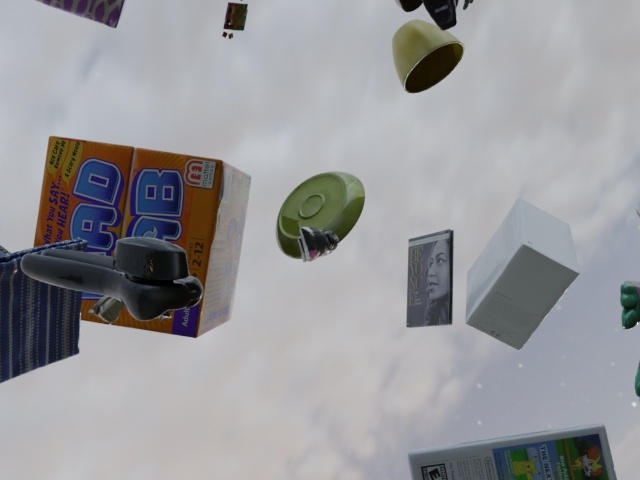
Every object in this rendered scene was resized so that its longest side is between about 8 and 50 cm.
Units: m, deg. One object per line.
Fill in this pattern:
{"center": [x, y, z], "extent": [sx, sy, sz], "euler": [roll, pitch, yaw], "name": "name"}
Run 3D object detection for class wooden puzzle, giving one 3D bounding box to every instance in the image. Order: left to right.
{"center": [-0.155, -0.409, 1.402], "extent": [0.049, 0.006, 0.083], "euler": [-14, -54, -49], "name": "wooden puzzle"}

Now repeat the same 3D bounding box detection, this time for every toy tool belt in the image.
{"center": [-0.387, 0.112, 1.415], "extent": [0.083, 0.051, 0.052], "euler": [-49, -43, -36], "name": "toy tool belt"}

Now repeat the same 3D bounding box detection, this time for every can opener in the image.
{"center": [-0.185, 0.029, 0.678], "extent": [0.059, 0.186, 0.073], "euler": [-1, -84, -61], "name": "can opener"}

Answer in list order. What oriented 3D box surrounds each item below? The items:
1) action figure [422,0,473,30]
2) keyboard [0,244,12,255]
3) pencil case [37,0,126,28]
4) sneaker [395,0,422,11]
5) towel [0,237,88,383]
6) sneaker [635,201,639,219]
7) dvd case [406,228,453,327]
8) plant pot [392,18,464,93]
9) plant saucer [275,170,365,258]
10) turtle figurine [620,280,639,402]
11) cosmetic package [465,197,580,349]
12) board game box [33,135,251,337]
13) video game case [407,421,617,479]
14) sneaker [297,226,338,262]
{"center": [0.194, -0.340, 0.859], "extent": [0.185, 0.099, 0.285], "euler": [-29, 13, 42], "name": "action figure"}
{"center": [-0.625, 0.016, 1.478], "extent": [0.023, 0.180, 0.108], "euler": [-52, -20, -16], "name": "keyboard"}
{"center": [-0.420, -0.425, 1.266], "extent": [0.206, 0.086, 0.088], "euler": [16, -59, -25], "name": "pencil case"}
{"center": [0.126, -0.459, 1.285], "extent": [0.066, 0.071, 0.188], "euler": [-30, -23, 2], "name": "sneaker"}
{"center": [-0.523, 0.137, 1.239], "extent": [0.336, 0.040, 0.243], "euler": [-19, -53, -51], "name": "towel"}
{"center": [0.691, -0.035, 1.220], "extent": [0.318, 0.208, 0.127], "euler": [-21, -15, 8], "name": "sneaker"}
{"center": [0.258, 0.093, 1.818], "extent": [0.018, 0.164, 0.221], "euler": [9, -102, -28], "name": "dvd case"}
{"center": [0.187, -0.356, 1.433], "extent": [0.134, 0.095, 0.134], "euler": [-29, -19, -11], "name": "plant pot"}
{"center": [-0.012, -0.068, 1.720], "extent": [0.241, 0.241, 0.037], "euler": [-47, -51, -4], "name": "plant saucer"}
{"center": [0.374, 0.076, 0.616], "extent": [0.118, 0.234, 0.175], "euler": [5, -102, -54], "name": "turtle figurine"}
{"center": [0.426, 0.068, 1.637], "extent": [0.224, 0.138, 0.225], "euler": [-68, 4, -60], "name": "cosmetic package"}
{"center": [-0.374, -0.007, 1.670], "extent": [0.356, 0.356, 0.357], "euler": [4, -86, -86], "name": "board game box"}
{"center": [0.306, 0.459, 1.141], "extent": [0.299, 0.329, 0.036], "euler": [-12, -9, 13], "name": "video game case"}
{"center": [0.000, 0.000, 1.542], "extent": [0.077, 0.072, 0.178], "euler": [-16, 1, -8], "name": "sneaker"}
